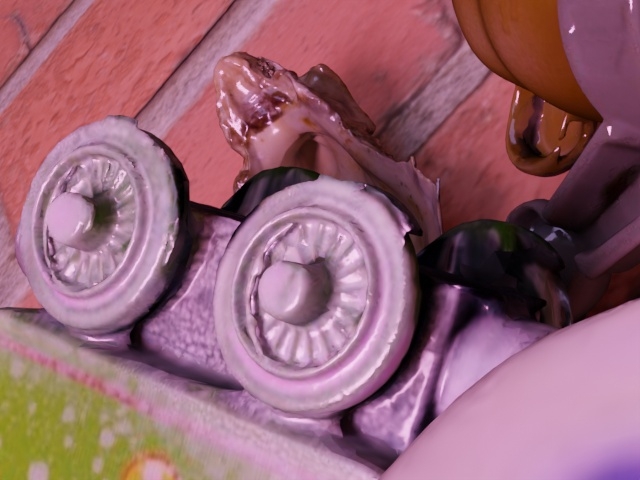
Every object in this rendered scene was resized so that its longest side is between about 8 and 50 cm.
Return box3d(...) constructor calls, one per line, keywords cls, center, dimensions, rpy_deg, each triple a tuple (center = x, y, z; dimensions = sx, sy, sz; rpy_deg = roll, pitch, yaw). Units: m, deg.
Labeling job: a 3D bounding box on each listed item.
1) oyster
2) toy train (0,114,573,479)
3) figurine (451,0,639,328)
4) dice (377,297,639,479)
box3d(cls="oyster", center=(0.007, -0.014, 0.883), dimensions=(0.161, 0.107, 0.232), rpy_deg=(-38, 55, 16))
box3d(cls="toy train", center=(-0.033, 0.083, 0.696), dimensions=(0.307, 0.173, 0.248), rpy_deg=(18, 91, 36))
box3d(cls="figurine", center=(0.168, -0.122, 0.696), dimensions=(0.285, 0.167, 0.342), rpy_deg=(17, 76, 54))
box3d(cls="dice", center=(0.140, 0.193, 0.332), dimensions=(0.304, 0.277, 0.304), rpy_deg=(-20, 46, 51))
